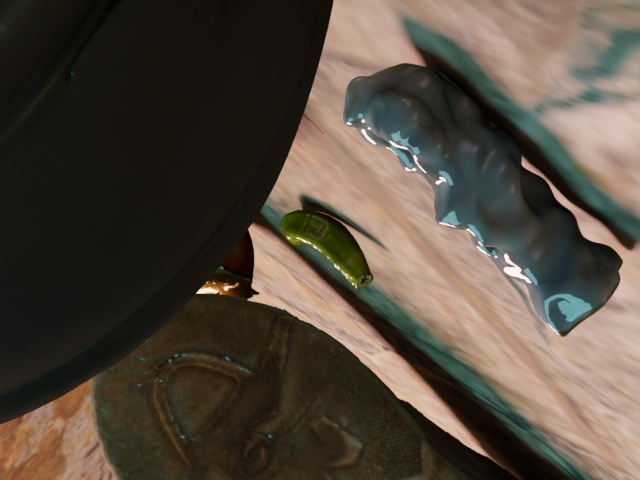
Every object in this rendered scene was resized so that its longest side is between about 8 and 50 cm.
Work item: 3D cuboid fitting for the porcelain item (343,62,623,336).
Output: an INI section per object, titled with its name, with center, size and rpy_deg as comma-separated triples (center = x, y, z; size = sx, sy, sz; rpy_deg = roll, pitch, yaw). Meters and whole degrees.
[porcelain item]
center = 0.039, -0.013, 0.459
size = 0.083, 0.028, 0.036
rpy_deg = 43, 175, -1

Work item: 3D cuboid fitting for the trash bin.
[trash bin]
center = -0.114, -0.065, 0.409
size = 0.236, 0.176, 0.101
rpy_deg = 42, 176, 35

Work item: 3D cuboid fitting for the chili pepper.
[chili pepper]
center = 0.001, -0.001, 0.764
size = 0.030, 0.017, 0.083
rpy_deg = 44, 175, -18

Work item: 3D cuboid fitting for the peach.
[peach]
center = -0.071, -0.004, 0.936
size = 0.098, 0.061, 0.098
rpy_deg = 9, 168, 2

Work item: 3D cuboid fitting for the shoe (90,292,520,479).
[shoe]
center = 0.036, 0.156, 0.959
size = 0.342, 0.132, 0.210
rpy_deg = 30, 171, 10
